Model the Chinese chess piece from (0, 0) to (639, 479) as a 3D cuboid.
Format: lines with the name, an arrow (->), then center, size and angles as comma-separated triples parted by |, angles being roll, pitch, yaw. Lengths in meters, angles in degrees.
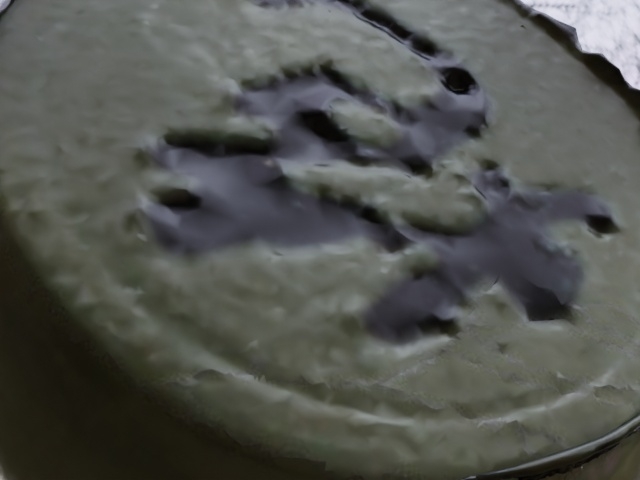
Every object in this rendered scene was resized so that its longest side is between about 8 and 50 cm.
Chinese chess piece -> 0.000, 0.000, 0.510 | 0.349, 0.349, 0.146 | 7, -43, -15
